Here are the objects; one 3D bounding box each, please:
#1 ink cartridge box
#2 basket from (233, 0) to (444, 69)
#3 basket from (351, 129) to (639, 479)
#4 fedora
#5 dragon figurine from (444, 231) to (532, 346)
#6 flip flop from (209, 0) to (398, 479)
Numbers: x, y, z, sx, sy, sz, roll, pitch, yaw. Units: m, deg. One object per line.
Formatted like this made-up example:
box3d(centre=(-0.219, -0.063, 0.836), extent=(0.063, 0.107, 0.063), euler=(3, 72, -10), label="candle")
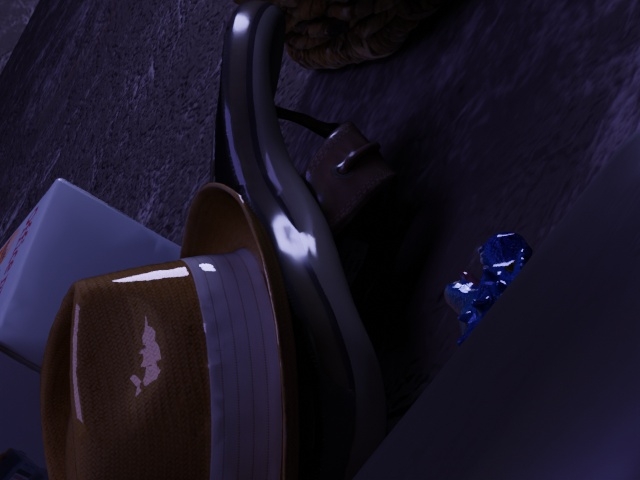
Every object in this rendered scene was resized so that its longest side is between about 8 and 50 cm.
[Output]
box3d(centre=(-0.134, 0.084, 1.006), extent=(0.176, 0.127, 0.128), euler=(-45, 20, 37), label="ink cartridge box")
box3d(centre=(0.065, -0.244, 1.065), extent=(0.213, 0.223, 0.299), euler=(21, 78, 40), label="basket")
box3d(centre=(0.055, 0.105, 0.367), extent=(0.204, 0.154, 0.227), euler=(22, 75, 49), label="basket")
box3d(centre=(-0.065, 0.073, 0.784), extent=(0.194, 0.079, 0.194), euler=(180, 90, -72), label="fedora")
box3d(centre=(0.037, 0.115, 0.511), extent=(0.144, 0.085, 0.289), euler=(-50, 17, 30), label="dragon figurine")
box3d(centre=(0.000, 0.000, 0.848), extent=(0.277, 0.080, 0.112), euler=(-109, 21, -51), label="flip flop")
